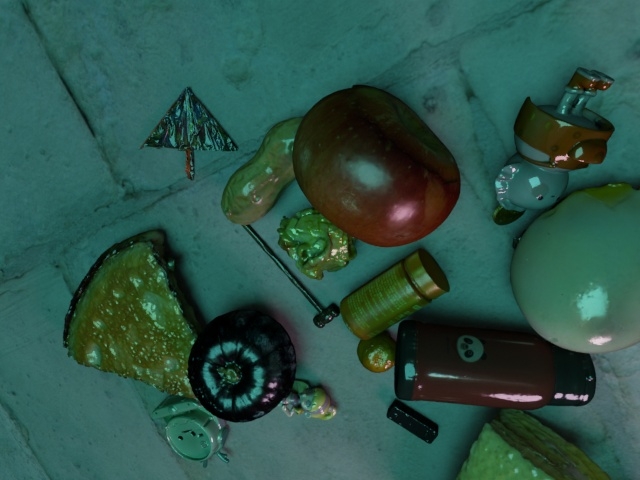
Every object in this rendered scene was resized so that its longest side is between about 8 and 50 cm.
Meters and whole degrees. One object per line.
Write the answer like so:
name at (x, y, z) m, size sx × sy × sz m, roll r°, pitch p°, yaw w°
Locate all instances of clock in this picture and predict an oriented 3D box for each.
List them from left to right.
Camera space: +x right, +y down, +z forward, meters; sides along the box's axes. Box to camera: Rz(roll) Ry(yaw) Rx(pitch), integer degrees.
clock at (-0.305, 0.474, 1.198) m, size 0.159 × 0.066 × 0.211 m, roll -23°, pitch 100°, yaw 24°

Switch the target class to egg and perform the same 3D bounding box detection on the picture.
egg at (0.449, 0.062, 0.750) m, size 0.264 × 0.174 × 0.286 m, roll 43°, pitch 110°, yaw -10°

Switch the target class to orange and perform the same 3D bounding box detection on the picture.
orange at (0.115, 0.224, 0.974) m, size 0.083 × 0.070 × 0.083 m, roll 1°, pitch 103°, yaw 2°

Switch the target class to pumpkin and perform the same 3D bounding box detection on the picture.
pumpkin at (-0.165, 0.260, 1.013) m, size 0.233 × 0.163 × 0.233 m, roll 0°, pitch 90°, yaw 12°

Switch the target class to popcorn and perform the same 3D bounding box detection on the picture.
popcorn at (0.000, 0.000, 0.917) m, size 0.135 × 0.162 × 0.141 m, roll -46°, pitch 116°, yaw -9°

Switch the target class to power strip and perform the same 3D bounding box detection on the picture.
power strip at (0.193, 0.380, 1.021) m, size 0.111 × 0.029 × 0.038 m, roll 32°, pitch 114°, yaw 4°

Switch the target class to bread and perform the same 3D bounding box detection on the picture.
bread at (0.360, 0.535, 0.918) m, size 0.236 × 0.165 × 0.375 m, roll 35°, pitch 120°, yaw 36°

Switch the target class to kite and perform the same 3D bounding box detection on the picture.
kite at (-0.274, -0.216, 0.991) m, size 0.232 × 0.009 × 0.189 m, roll 8°, pitch 111°, yaw 17°

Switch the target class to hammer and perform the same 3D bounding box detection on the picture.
hammer at (-0.074, 0.058, 1.009) m, size 0.058 × 0.029 × 0.292 m, roll -41°, pitch 90°, yaw 23°

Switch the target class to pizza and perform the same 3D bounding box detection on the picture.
pizza at (-0.424, 0.154, 1.126) m, size 0.435 × 0.080 × 0.392 m, roll 11°, pitch 111°, yaw 13°

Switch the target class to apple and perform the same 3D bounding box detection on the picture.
apple at (0.084, -0.110, 0.775) m, size 0.272 × 0.251 × 0.206 m, roll 30°, pitch 119°, yaw -27°

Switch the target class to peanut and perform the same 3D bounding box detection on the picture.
peanut at (-0.097, -0.126, 0.908) m, size 0.101 × 0.117 × 0.263 m, roll 38°, pitch 114°, yaw -19°

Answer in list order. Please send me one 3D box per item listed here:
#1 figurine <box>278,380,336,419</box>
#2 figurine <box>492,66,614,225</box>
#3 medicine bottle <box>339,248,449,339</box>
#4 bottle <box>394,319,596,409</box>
figurine at (-0.057, 0.356, 1.078) m, size 0.187 × 0.083 × 0.083 m, roll 1°, pitch 108°, yaw 11°
figurine at (0.347, -0.135, 0.759) m, size 0.143 × 0.143 × 0.271 m, roll 35°, pitch 139°, yaw 5°
medicine bottle at (0.135, 0.104, 0.914) m, size 0.192 × 0.096 × 0.096 m, roll -36°, pitch 94°, yaw 24°
bottle at (0.304, 0.227, 0.862) m, size 0.336 × 0.144 × 0.144 m, roll 5°, pitch 109°, yaw 7°
